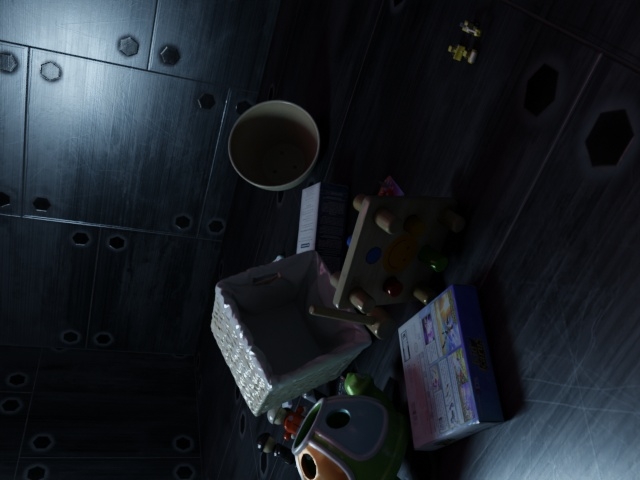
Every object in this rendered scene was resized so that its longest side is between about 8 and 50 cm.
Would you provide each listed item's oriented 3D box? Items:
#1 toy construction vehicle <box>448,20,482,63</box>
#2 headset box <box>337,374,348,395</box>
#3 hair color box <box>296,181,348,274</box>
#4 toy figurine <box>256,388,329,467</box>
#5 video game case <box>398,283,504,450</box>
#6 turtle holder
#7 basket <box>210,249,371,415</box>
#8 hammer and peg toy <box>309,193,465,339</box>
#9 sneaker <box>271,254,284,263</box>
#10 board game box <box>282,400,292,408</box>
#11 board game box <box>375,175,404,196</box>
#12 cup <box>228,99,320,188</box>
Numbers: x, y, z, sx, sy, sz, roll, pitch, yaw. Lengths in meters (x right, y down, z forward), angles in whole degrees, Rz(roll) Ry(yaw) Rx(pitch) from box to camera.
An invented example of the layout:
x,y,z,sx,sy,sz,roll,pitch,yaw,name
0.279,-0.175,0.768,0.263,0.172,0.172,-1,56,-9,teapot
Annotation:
x,y,z,sx,sy,sz,roll,pitch,yaw,name
0.314,-0.434,1.335,0.098,0.035,0.085,-111,33,-53,toy construction vehicle
0.076,0.417,1.708,0.062,0.032,0.083,-162,80,-70,headset box
0.000,0.000,1.962,0.174,0.105,0.347,170,107,-69,hair color box
-0.081,0.540,1.827,0.209,0.148,0.213,-51,-18,-55,toy figurine
0.251,0.260,1.228,0.244,0.061,0.269,124,147,-55,video game case
0.082,0.434,1.347,0.320,0.227,0.243,-59,2,-25,turtle holder
-0.101,0.254,1.699,0.331,0.328,0.266,58,147,21,basket
0.143,0.074,1.305,0.127,0.266,0.361,41,122,45,hammer and peg toy
-0.177,0.112,2.522,0.098,0.038,0.069,123,149,-52,sneaker
-0.128,0.584,2.244,0.090,0.020,0.090,116,153,-44,board game box
0.168,-0.093,1.630,0.168,0.033,0.133,-114,36,-56,board game box
-0.153,-0.319,2.275,0.237,0.331,0.331,65,-153,-75,cup
